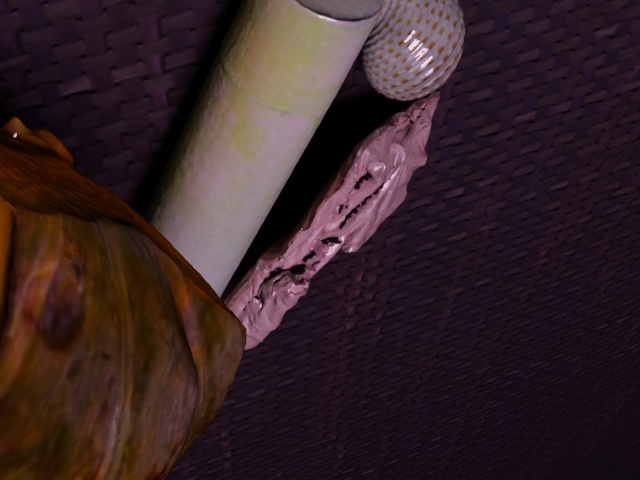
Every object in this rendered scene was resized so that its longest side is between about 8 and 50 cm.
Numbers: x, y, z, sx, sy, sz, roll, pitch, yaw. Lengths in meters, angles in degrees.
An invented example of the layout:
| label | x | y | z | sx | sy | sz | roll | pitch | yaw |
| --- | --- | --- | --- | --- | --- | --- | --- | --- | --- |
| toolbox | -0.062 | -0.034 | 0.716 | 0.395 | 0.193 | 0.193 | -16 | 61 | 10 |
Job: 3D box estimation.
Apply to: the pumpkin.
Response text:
| label | x | y | z | sx | sy | sz | roll | pitch | yaw |
| --- | --- | --- | --- | --- | --- | --- | --- | --- | --- |
| pumpkin | -0.210 | 0.050 | 0.542 | 0.256 | 0.303 | 0.225 | -60 | 151 | 7 |

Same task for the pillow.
| label | x | y | z | sx | sy | sz | roll | pitch | yaw |
| --- | --- | --- | --- | --- | --- | --- | --- | --- | --- |
| pillow | 0.000 | 0.000 | 0.794 | 0.248 | 0.049 | 0.135 | -49 | 178 | 36 |

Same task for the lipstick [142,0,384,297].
| label | x | y | z | sx | sy | sz | roll | pitch | yaw |
| --- | --- | --- | --- | --- | --- | --- | --- | --- | --- |
| lipstick | -0.055 | -0.048 | 0.695 | 0.076 | 0.076 | 0.304 | -6 | 147 | -32 |

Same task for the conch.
| label | x | y | z | sx | sy | sz | roll | pitch | yaw |
| --- | --- | --- | --- | --- | --- | --- | --- | --- | --- |
| conch | 0.058 | -0.122 | 0.682 | 0.076 | 0.056 | 0.085 | -39 | 152 | -1 |
